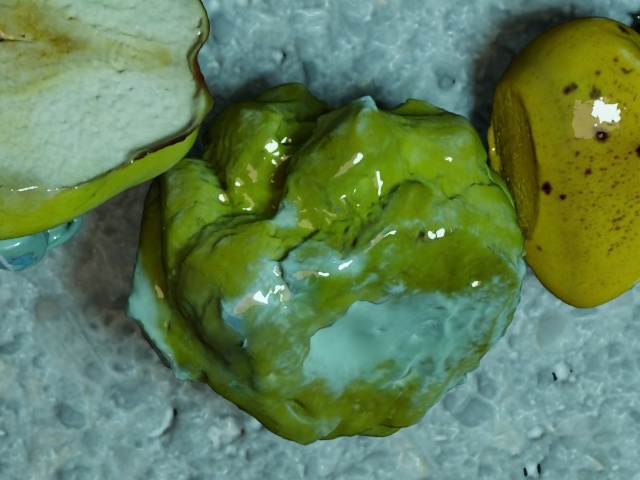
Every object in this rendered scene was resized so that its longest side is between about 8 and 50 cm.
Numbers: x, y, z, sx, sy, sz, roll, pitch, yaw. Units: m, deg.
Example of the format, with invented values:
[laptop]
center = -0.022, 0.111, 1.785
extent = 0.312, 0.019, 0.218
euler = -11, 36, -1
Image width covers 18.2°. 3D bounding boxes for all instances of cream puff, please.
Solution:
[cream puff]
center = 0.000, 0.000, 1.868
extent = 0.378, 0.275, 0.378
euler = -15, 137, -14

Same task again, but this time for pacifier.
[pacifier]
center = -0.293, -0.036, 1.898
extent = 0.127, 0.150, 0.116
euler = -14, 72, 10

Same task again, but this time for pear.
[pear]
center = -0.302, -0.137, 1.772
extent = 0.386, 0.340, 0.191
euler = 11, 145, -17

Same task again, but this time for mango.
[mango]
center = 0.266, -0.072, 1.882
extent = 0.191, 0.160, 0.290
euler = -9, 117, -14

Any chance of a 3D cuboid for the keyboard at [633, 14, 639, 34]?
[keyboard]
center = 0.342, -0.192, 1.941
extent = 0.106, 0.027, 0.317
euler = 26, 107, -18
